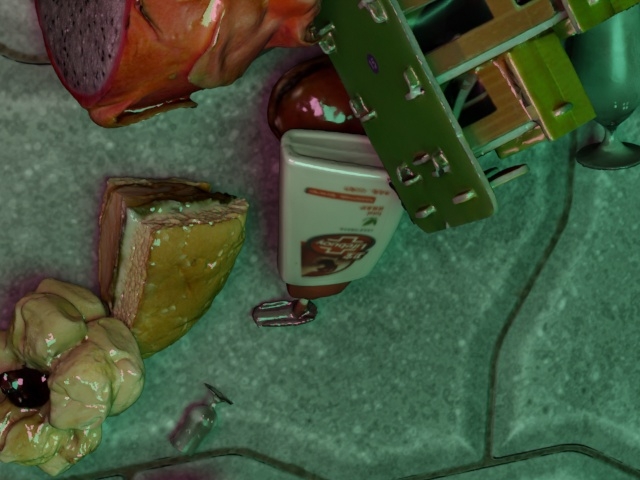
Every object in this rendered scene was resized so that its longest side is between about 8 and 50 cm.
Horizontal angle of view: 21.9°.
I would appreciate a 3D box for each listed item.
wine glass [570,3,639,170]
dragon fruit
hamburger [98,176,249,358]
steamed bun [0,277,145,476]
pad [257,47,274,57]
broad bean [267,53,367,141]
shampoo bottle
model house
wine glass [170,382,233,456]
[{"bbox_3d":[0.346,-0.193,1.983,0.093,0.093,0.202,-18,117,-21],"label":"wine glass"},{"bbox_3d":[-0.129,-0.264,1.589,0.225,0.305,0.305,-6,111,-28],"label":"dragon fruit"},{"bbox_3d":[-0.163,0.044,1.784,0.155,0.135,0.208,4,109,-27],"label":"hamburger"},{"bbox_3d":[-0.289,0.134,1.729,0.177,0.192,0.106,-40,154,22],"label":"steamed bun"},{"bbox_3d":[-0.073,-0.262,1.791,0.190,0.004,0.127,-32,120,-14],"label":"pad"},{"bbox_3d":[0.047,-0.120,1.837,0.228,0.122,0.156,30,99,-29],"label":"broad bean"},{"bbox_3d":[0.000,0.000,1.820,0.153,0.071,0.284,4,135,-15],"label":"shampoo bottle"},{"bbox_3d":[0.206,-0.220,1.596,0.323,0.340,0.300,-29,94,-19],"label":"model house"},{"bbox_3d":[-0.141,0.208,1.916,0.042,0.039,0.083,35,95,-35],"label":"wine glass"}]
